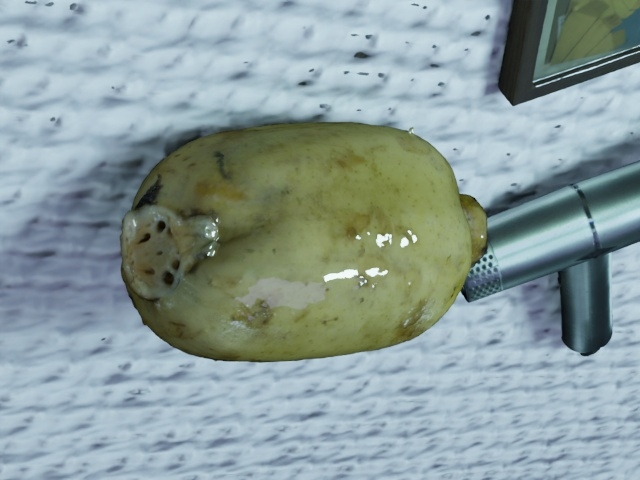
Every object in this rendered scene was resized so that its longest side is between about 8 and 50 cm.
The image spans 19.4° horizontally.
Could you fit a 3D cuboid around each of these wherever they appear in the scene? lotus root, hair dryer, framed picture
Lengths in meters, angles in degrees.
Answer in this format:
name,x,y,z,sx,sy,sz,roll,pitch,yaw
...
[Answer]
name,x,y,z,sx,sy,sz,roll,pitch,yaw
lotus root,0.000,0.000,1.271,0.284,0.146,0.160,-3,95,-37
hair dryer,0.271,-0.018,1.568,0.320,0.156,0.284,-22,168,7
framed picture,0.212,-0.171,1.350,0.168,0.023,0.128,-20,145,-19
